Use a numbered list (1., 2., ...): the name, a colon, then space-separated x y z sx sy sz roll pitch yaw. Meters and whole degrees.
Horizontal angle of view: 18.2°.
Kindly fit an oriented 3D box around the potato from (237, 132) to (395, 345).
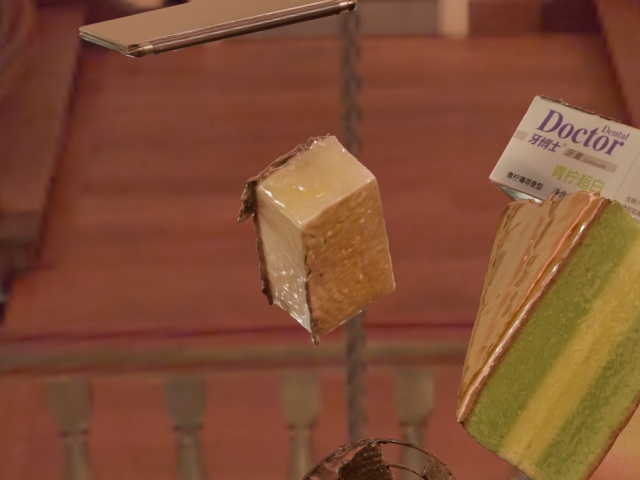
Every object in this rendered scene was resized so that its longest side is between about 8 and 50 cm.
1. potato: 0.000 -0.001 1.239 0.086 0.122 0.061 -37 55 -22

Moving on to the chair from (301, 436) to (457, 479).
1. chair: 0.072 0.286 1.740 0.174 0.213 0.149 -39 12 0

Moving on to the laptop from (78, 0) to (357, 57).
1. laptop: -0.078 -0.165 1.487 0.180 0.016 0.129 -14 17 -21

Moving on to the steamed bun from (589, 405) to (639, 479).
1. steamed bun: 0.237 0.157 1.367 0.152 0.239 0.170 -22 31 26

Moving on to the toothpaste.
1. toothpaste: 0.275 -0.020 1.455 0.336 0.067 0.081 24 80 44

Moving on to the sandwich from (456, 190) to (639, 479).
1. sandwich: 0.088 0.046 0.818 0.116 0.074 0.074 -54 22 -19
